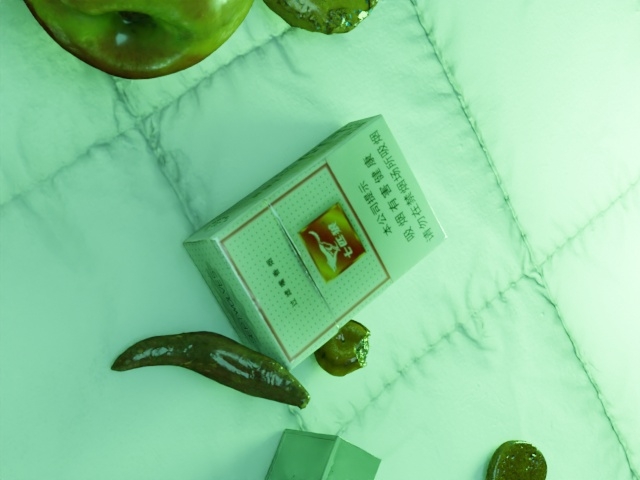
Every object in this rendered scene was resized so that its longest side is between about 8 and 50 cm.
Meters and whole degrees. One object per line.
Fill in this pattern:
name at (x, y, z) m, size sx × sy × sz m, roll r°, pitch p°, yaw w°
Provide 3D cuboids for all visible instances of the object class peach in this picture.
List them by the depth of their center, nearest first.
peach at (-0.211, -0.360, 1.374) m, size 0.307 × 0.308 × 0.332 m, roll 22°, pitch 59°, yaw -31°

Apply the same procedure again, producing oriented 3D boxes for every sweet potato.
sweet potato at (-0.134, 0.158, 1.487) m, size 0.255 × 0.058 × 0.078 m, roll 14°, pitch 65°, yaw -10°

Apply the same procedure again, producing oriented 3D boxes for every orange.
orange at (0.030, 0.151, 1.619) m, size 0.086 × 0.062 × 0.086 m, roll 1°, pitch 57°, yaw -2°

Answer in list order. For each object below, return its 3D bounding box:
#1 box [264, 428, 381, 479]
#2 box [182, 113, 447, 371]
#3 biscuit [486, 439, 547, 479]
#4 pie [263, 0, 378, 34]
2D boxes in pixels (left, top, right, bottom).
box at (-0.023, 0.371, 1.525) m, size 0.086 × 0.129 × 0.225 m, roll 33°, pitch 69°, yaw -28°
box at (0.000, 0.001, 1.594) m, size 0.330 × 0.095 × 0.210 m, roll -37°, pitch 106°, yaw -29°
biscuit at (0.316, 0.392, 1.814) m, size 0.124 × 0.026 × 0.175 m, roll -40°, pitch 108°, yaw -28°
pie at (-0.004, -0.421, 1.637) m, size 0.273 × 0.069 × 0.274 m, roll 2°, pitch 87°, yaw -34°
